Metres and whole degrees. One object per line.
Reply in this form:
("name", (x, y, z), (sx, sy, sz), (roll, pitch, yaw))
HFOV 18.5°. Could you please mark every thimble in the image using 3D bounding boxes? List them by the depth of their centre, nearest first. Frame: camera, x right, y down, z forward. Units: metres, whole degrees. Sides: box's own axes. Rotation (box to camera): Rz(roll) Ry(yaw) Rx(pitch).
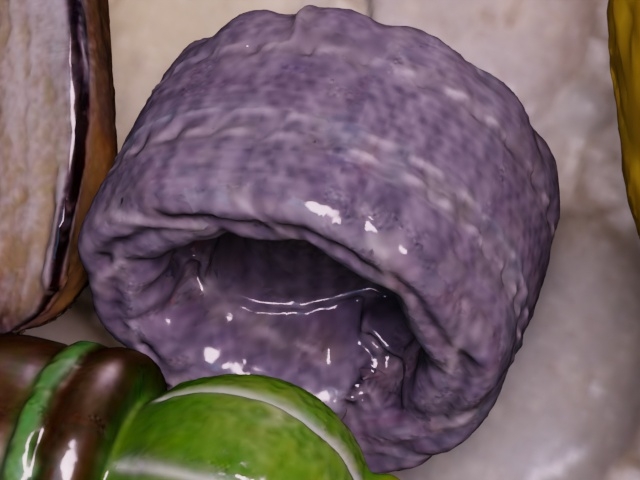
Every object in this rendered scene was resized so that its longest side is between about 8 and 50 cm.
("thimble", (0.002, 0.000, 0.662), (0.150, 0.150, 0.098), (11, 51, 14))

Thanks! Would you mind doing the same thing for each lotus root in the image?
("lotus root", (-0.133, -0.112, 0.744), (0.167, 0.078, 0.329), (-12, 77, 35))

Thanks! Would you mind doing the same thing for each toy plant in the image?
("toy plant", (-0.053, 0.083, 0.632), (0.162, 0.093, 0.093), (10, 86, 11))

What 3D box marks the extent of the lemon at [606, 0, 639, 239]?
("lemon", (0.243, -0.053, 0.524), (0.336, 0.336, 0.336), (-2, 83, 13))
